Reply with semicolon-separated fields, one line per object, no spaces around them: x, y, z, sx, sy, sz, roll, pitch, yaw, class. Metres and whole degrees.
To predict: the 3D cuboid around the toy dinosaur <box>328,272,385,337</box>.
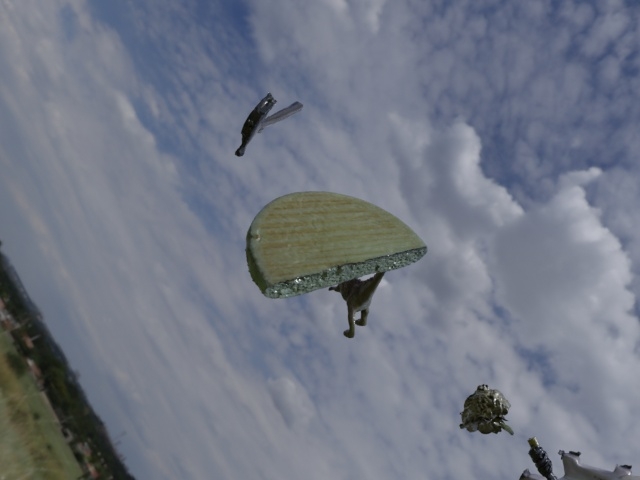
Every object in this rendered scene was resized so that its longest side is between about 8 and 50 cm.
0.082;0.103;1.362;0.251;0.072;0.199;-156;-115;-71;toy dinosaur

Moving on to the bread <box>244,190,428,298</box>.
0.001;-0.003;0.627;0.112;0.193;0.036;53;-42;32;bread

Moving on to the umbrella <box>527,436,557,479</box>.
0.476;0.487;1.352;0.143;0.037;0.040;67;12;16;umbrella

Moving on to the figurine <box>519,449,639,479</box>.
0.249;0.346;0.617;0.145;0.182;0.256;9;-86;18;figurine

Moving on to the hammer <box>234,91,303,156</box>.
-0.088;-0.240;1.256;0.027;0.297;0.125;34;-67;3;hammer

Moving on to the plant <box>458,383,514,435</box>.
0.329;0.343;1.229;0.122;0.104;0.116;38;0;-1;plant
